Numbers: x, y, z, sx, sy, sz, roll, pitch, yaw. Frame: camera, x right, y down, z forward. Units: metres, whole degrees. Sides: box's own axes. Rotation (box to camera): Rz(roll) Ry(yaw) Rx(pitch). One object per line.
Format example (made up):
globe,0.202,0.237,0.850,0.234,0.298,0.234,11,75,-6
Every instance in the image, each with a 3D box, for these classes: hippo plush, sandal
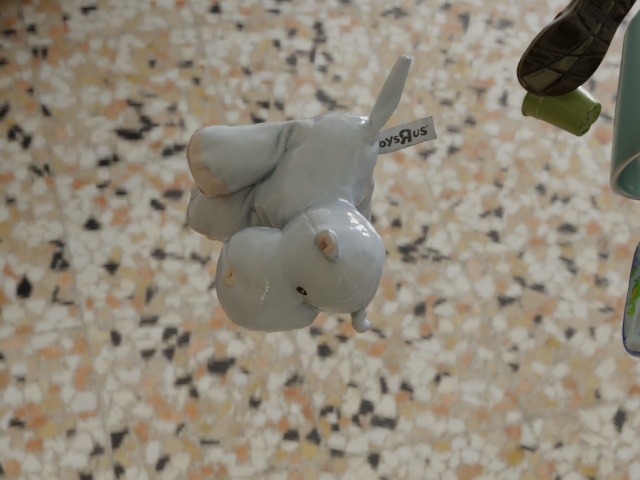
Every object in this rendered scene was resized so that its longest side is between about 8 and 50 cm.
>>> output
hippo plush,0.000,0.000,1.428,0.294,0.234,0.236,-16,51,9
sandal,0.324,-0.270,1.694,0.090,0.060,0.219,35,83,-16

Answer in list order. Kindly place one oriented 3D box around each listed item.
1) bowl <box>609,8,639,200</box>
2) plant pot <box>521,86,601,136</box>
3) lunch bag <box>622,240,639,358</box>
bowl,0.396,-0.159,1.204,0.311,0.311,0.163,-7,76,-11
plant pot,0.314,-0.174,1.725,0.079,0.083,0.083,38,58,25
lunch bag,0.468,0.072,1.648,0.090,0.219,0.176,16,77,-24
